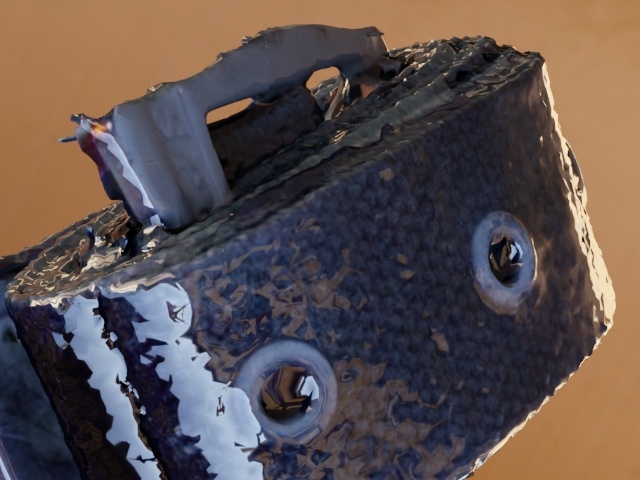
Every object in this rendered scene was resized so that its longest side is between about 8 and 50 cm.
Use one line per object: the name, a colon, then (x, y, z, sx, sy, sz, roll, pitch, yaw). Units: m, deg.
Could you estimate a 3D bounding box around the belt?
belt: (0.000, 0.001, 0.548, 0.122, 0.128, 0.218, -12, -168, 38)
